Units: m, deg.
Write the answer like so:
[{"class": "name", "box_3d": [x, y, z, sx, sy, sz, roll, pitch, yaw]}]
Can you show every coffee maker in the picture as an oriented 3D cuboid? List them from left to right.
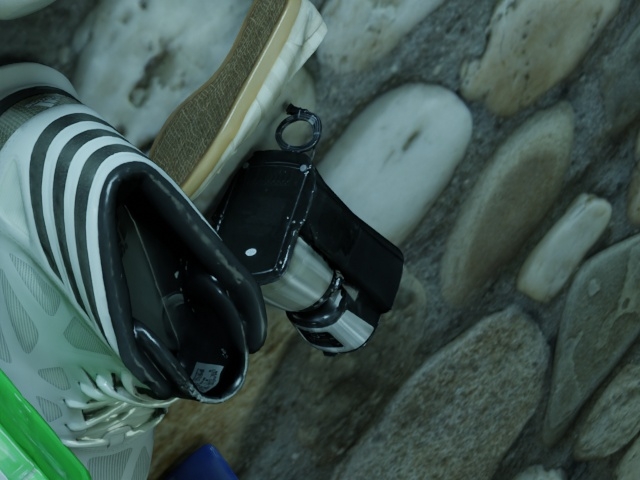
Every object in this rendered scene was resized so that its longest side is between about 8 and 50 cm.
[{"class": "coffee maker", "box_3d": [0.000, 0.000, 1.112, 0.171, 0.120, 0.178, -54, 140, -3]}]

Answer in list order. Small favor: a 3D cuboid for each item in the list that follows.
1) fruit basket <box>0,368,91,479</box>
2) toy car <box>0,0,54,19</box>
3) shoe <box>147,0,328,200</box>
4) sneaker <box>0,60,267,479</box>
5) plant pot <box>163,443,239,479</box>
[{"class": "fruit basket", "box_3d": [-0.336, 0.229, 0.812, 0.353, 0.165, 0.327, -36, 120, -9]}, {"class": "toy car", "box_3d": [-0.230, -0.200, 0.739, 0.182, 0.159, 0.136, -23, -175, 14]}, {"class": "shoe", "box_3d": [-0.068, -0.112, 1.003, 0.058, 0.076, 0.219, 35, 88, -45]}, {"class": "sneaker", "box_3d": [-0.165, 0.109, 0.920, 0.169, 0.257, 0.447, -26, 132, -30]}, {"class": "plant pot", "box_3d": [-0.103, 0.388, 1.199, 0.212, 0.236, 0.236, -36, 136, -11]}]
